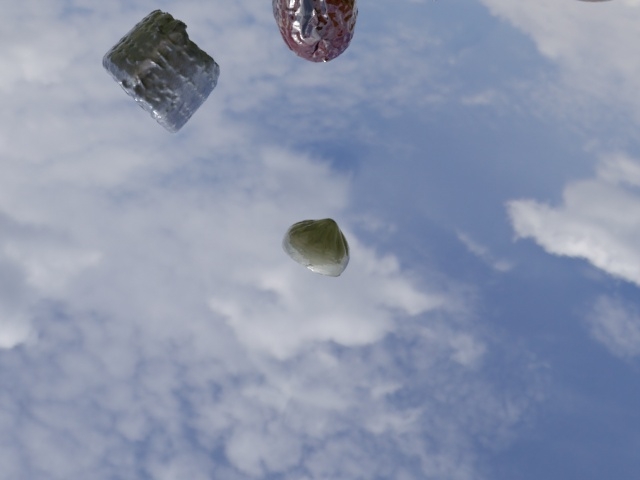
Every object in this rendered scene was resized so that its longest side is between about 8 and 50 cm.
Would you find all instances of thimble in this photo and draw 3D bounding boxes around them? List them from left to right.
[{"bbox_3d":[-0.306,-0.334,1.867,0.205,0.172,0.236,42,179,-7],"label":"thimble"}]

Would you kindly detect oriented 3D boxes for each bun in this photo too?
[{"bbox_3d":[0.000,0.000,1.814,0.138,0.094,0.138,23,-161,-8],"label":"bun"}]

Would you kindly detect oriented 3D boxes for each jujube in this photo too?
[{"bbox_3d":[-0.011,-0.519,2.125,0.197,0.290,0.197,-4,-118,8],"label":"jujube"}]
